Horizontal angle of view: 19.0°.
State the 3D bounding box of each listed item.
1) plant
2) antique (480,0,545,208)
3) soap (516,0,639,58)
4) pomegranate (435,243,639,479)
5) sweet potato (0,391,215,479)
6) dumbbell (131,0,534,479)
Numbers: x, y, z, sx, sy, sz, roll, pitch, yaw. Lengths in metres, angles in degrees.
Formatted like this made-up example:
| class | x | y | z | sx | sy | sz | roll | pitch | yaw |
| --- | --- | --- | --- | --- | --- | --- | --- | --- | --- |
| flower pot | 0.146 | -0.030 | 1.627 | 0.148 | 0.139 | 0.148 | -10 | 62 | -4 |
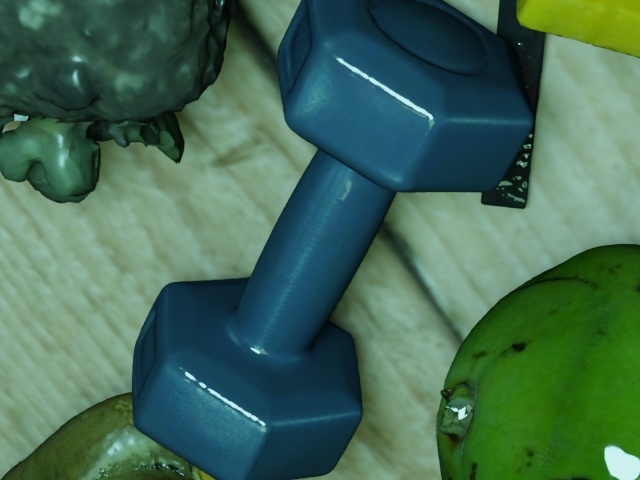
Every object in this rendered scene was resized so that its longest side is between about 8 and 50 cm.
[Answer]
| class | x | y | z | sx | sy | sz | roll | pitch | yaw |
| --- | --- | --- | --- | --- | --- | --- | --- | --- | --- |
| plant | -0.154 | -0.145 | 1.095 | 0.215 | 0.213 | 0.312 | 14 | 119 | 2 |
| antique | 0.121 | -0.107 | 1.170 | 0.031 | 0.015 | 0.192 | 7 | 120 | 8 |
| soap | 0.279 | -0.167 | 0.978 | 0.325 | 0.096 | 0.204 | 13 | 138 | -20 |
| pomegranate | 0.204 | 0.129 | 1.162 | 0.271 | 0.254 | 0.254 | 12 | 120 | 0 |
| sweet potato | -0.164 | 0.186 | 1.353 | 0.112 | 0.085 | 0.286 | 41 | 119 | -17 |
| dumbbell | 0.000 | 0.000 | 1.174 | 0.144 | 0.160 | 0.324 | 51 | 128 | 33 |
